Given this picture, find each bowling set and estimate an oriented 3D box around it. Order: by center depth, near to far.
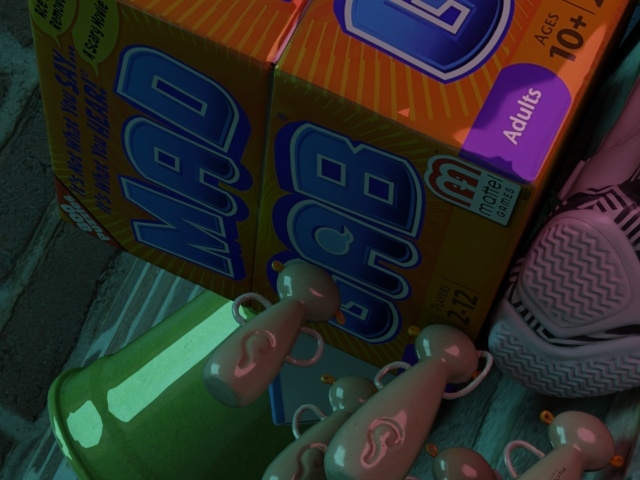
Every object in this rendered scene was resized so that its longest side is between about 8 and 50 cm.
[{"bbox_3d":[0.046,0.152,1.155,0.154,0.287,0.200,-48,-9,-34],"label":"bowling set"}]

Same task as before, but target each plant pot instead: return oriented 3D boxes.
[{"bbox_3d":[-0.108,0.169,1.734,0.254,0.276,0.276,-43,17,14],"label":"plant pot"}]

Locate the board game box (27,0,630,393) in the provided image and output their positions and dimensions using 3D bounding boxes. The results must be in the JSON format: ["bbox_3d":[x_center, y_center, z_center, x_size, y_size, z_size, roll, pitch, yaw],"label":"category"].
[{"bbox_3d":[0.033,-0.163,1.200,0.356,0.356,0.356,100,-164,-63],"label":"board game box"}]

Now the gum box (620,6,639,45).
[{"bbox_3d":[0.277,-0.235,1.584,0.184,0.041,0.157,-57,11,30],"label":"gum box"}]

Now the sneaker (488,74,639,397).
[{"bbox_3d":[0.255,-0.055,1.133,0.366,0.137,0.210,-54,8,31],"label":"sneaker"}]

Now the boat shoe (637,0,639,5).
[{"bbox_3d":[0.344,-0.330,1.418,0.277,0.098,0.096,-57,-13,24],"label":"boat shoe"}]

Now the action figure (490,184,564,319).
[{"bbox_3d":[0.166,0.026,1.407,0.232,0.063,0.137,-51,13,44],"label":"action figure"}]

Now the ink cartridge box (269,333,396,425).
[{"bbox_3d":[0.000,0.000,1.524,0.307,0.129,0.223,-98,0,-65],"label":"ink cartridge box"}]
